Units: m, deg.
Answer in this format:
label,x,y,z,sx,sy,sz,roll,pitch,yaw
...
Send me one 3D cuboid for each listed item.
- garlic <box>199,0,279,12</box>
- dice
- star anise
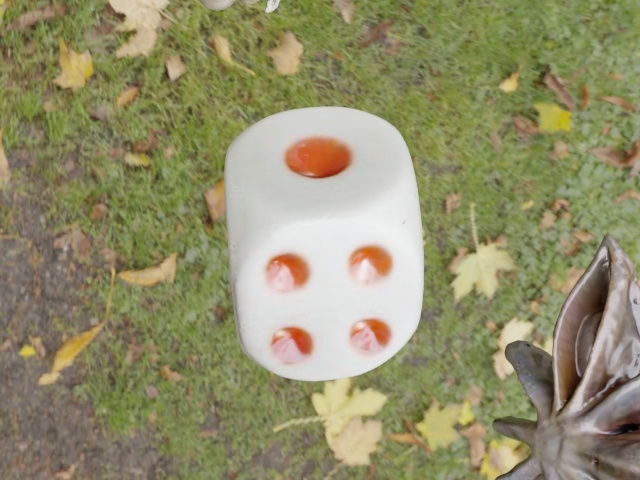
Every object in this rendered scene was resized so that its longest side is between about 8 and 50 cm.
label,x,y,z,sx,sy,sz,roll,pitch,yaw
garlic,-0.098,-0.320,1.113,0.127,0.194,0.131,-17,147,-20
dice,0.000,0.000,1.409,0.276,0.304,0.304,-5,127,-6
star anise,0.219,0.153,0.687,0.110,0.257,0.198,8,128,-35
